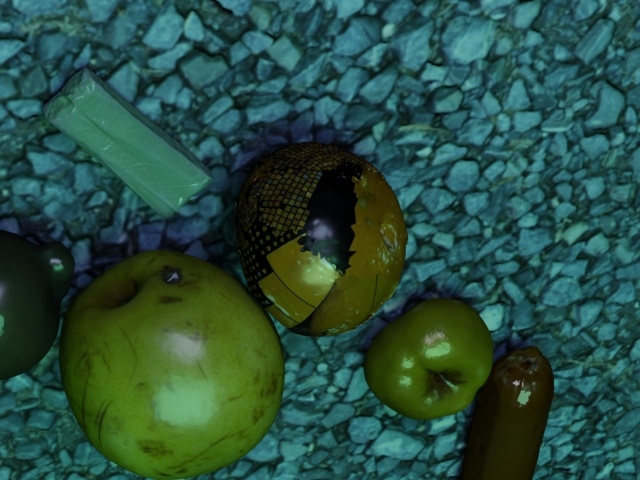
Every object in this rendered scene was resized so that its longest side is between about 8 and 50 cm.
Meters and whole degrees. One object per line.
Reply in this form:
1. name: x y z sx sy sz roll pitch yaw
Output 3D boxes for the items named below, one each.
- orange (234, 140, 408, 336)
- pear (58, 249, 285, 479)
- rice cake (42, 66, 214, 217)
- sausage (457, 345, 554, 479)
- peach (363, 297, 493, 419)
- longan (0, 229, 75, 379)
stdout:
1. orange: 0.000 0.000 2.004 0.182 0.234 0.234 -1 135 21
2. pear: -0.174 0.144 2.015 0.280 0.281 0.281 -11 130 -13
3. rice cake: -0.219 -0.108 1.951 0.080 0.042 0.222 -36 132 14
4. sausage: 0.258 0.295 2.425 0.097 0.094 0.348 -3 128 -14
5. peach: 0.147 0.158 2.268 0.179 0.103 0.179 -9 129 -11
6. longan: -0.370 0.070 1.954 0.204 0.159 0.185 -34 131 -6
